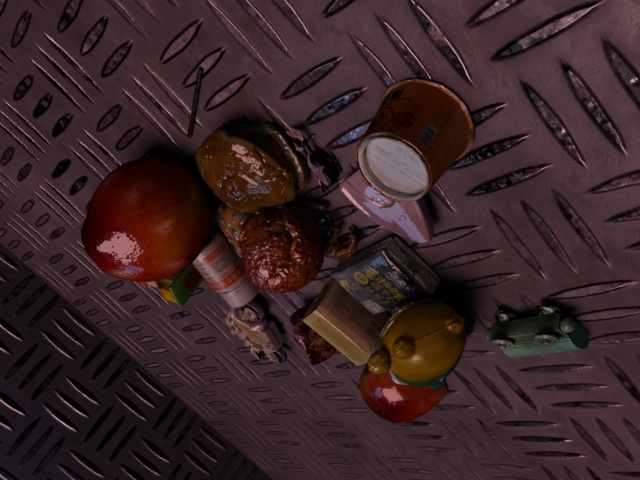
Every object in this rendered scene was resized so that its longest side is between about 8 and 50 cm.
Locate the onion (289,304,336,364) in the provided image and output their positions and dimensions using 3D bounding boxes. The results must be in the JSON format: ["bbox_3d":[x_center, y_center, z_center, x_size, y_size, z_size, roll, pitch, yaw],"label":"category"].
[{"bbox_3d":[-0.025,0.290,2.113,0.195,0.140,0.218,57,175,-20],"label":"onion"}]

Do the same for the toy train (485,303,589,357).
[{"bbox_3d":[0.540,0.237,1.608,0.159,0.101,0.248,33,150,-27],"label":"toy train"}]

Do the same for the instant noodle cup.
[{"bbox_3d":[0.180,-0.192,1.302,0.216,0.172,0.215,23,143,18],"label":"instant noodle cup"}]

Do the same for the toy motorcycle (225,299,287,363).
[{"bbox_3d":[-0.248,0.328,2.358,0.223,0.107,0.340,6,135,35],"label":"toy motorcycle"}]

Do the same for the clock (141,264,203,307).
[{"bbox_3d":[-0.520,0.080,2.184,0.255,0.219,0.106,16,143,27],"label":"clock"}]

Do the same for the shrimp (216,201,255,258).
[{"bbox_3d":[-0.180,0.018,1.915,0.365,0.071,0.233,35,146,22],"label":"shrimp"}]

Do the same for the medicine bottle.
[{"bbox_3d":[-0.315,0.091,2.096,0.145,0.144,0.252,-3,132,42],"label":"medicine bottle"}]

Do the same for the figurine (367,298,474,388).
[{"bbox_3d":[0.269,0.278,1.700,0.340,0.324,0.231,81,164,-72],"label":"figurine"}]

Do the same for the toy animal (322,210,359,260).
[{"bbox_3d":[0.006,0.007,1.802,0.149,0.054,0.276,46,145,-12],"label":"toy animal"}]

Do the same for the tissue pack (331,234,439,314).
[{"bbox_3d":[0.171,0.102,1.751,0.185,0.081,0.257,43,145,-13],"label":"tissue pack"}]

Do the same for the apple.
[{"bbox_3d":[0.249,0.505,2.107,0.251,0.163,0.293,39,147,-4],"label":"apple"}]

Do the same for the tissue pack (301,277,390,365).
[{"bbox_3d":[0.085,0.239,1.921,0.234,0.159,0.125,40,146,-8],"label":"tissue pack"}]

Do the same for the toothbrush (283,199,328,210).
[{"bbox_3d":[-0.101,-0.105,1.773,0.298,0.030,0.030,7,146,35],"label":"toothbrush"}]

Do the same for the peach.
[{"bbox_3d":[-0.510,-0.051,1.882,0.389,0.388,0.388,22,144,17],"label":"peach"}]

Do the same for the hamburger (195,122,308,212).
[{"bbox_3d":[-0.184,-0.180,1.660,0.265,0.134,0.285,50,145,-18],"label":"hamburger"}]

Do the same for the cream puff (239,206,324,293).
[{"bbox_3d":[-0.105,0.027,1.702,0.240,0.240,0.164,33,-170,2],"label":"cream puff"}]

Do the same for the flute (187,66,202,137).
[{"bbox_3d":[-0.328,-0.352,1.676,0.014,0.014,0.269,33,146,3],"label":"flute"}]

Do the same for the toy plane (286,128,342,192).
[{"bbox_3d":[-0.012,-0.195,1.570,0.078,0.053,0.197,6,141,49],"label":"toy plane"}]

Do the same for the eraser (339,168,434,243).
[{"bbox_3d":[0.181,-0.092,1.525,0.243,0.059,0.204,45,144,-10],"label":"eraser"}]
